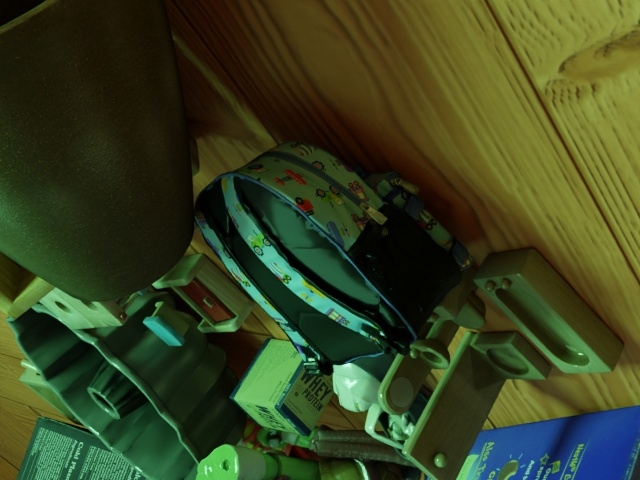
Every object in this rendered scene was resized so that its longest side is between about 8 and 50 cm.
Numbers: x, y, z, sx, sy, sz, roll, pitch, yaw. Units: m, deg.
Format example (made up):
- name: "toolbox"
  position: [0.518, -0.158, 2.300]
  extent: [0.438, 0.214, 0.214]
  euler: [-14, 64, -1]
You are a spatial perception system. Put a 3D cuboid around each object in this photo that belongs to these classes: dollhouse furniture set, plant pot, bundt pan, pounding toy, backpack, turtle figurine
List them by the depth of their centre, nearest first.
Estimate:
- name: "plant pot"
  position: [-0.173, -0.077, 0.653]
  extent: [0.215, 0.215, 0.230]
  euler: [13, 141, 35]
- name: "backpack"
  position: [0.000, 0.000, 0.729]
  extent: [0.173, 0.117, 0.158]
  euler: [45, 152, -8]
- name: "dollhouse furniture set"
  position: [0.125, 0.105, 0.760]
  extent: [0.144, 0.123, 0.151]
  euler: [44, 152, -21]
- name: "dollhouse furniture set"
  position: [-0.164, 0.055, 0.997]
  extent: [0.183, 0.129, 0.129]
  euler: [46, 151, -23]
- name: "turtle figurine"
  position: [-0.026, 0.303, 1.123]
  extent: [0.275, 0.197, 0.266]
  euler: [-5, 172, 41]
- name: "bundt pan"
  position: [-0.220, 0.155, 1.208]
  extent: [0.331, 0.124, 0.331]
  euler: [31, 149, 21]
- name: "pounding toy"
  position: [-0.367, 0.204, 1.527]
  extent: [0.206, 0.094, 0.181]
  euler: [-3, 137, 50]

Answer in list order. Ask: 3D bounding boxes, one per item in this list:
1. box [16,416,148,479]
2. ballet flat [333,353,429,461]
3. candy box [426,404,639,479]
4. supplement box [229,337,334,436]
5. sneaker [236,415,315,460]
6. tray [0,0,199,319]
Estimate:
- name: "box"
  position: [-0.254, 0.424, 1.569]
  extent: [0.312, 0.179, 0.343]
  euler: [3, 161, 44]
- name: "ballet flat"
  position: [0.058, 0.151, 0.979]
  extent: [0.074, 0.074, 0.203]
  euler: [5, 142, 44]
- name: "candy box"
  position: [0.180, 0.299, 0.867]
  extent: [0.122, 0.268, 0.317]
  euler: [35, 155, -11]
- name: "supplement box"
  position: [-0.036, 0.158, 1.081]
  extent: [0.083, 0.083, 0.056]
  euler: [1, 140, 46]
- name: "sneaker"
  position: [-0.079, 0.271, 1.352]
  extent: [0.208, 0.081, 0.094]
  euler: [40, 143, -21]
- name: "tray"
  position: [-0.302, -0.144, 0.738]
  extent: [0.411, 0.203, 0.076]
  euler: [47, -168, -27]
